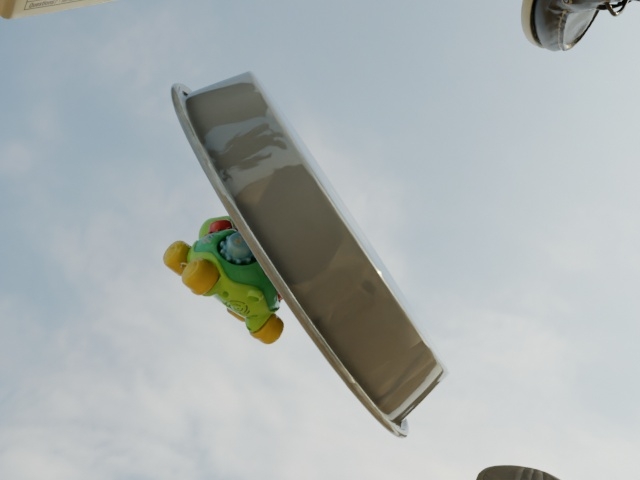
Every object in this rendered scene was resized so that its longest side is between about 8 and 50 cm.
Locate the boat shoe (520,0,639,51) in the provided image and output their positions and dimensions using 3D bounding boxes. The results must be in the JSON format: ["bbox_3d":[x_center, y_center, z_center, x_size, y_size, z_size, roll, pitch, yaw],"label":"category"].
[{"bbox_3d":[0.287,-0.283,0.888,0.127,0.113,0.340,-45,-20,-20],"label":"boat shoe"}]

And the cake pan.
[{"bbox_3d":[0.000,0.000,0.638,0.054,0.293,0.293,-33,-52,4],"label":"cake pan"}]

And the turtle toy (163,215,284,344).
[{"bbox_3d":[-0.068,0.019,0.705,0.095,0.130,0.066,41,-94,-30],"label":"turtle toy"}]

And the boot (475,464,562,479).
[{"bbox_3d":[0.278,0.362,1.079,0.213,0.077,0.165,15,-49,13],"label":"boot"}]

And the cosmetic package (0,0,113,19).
[{"bbox_3d":[-0.174,-0.332,0.689,0.113,0.160,0.309,45,-51,12],"label":"cosmetic package"}]
